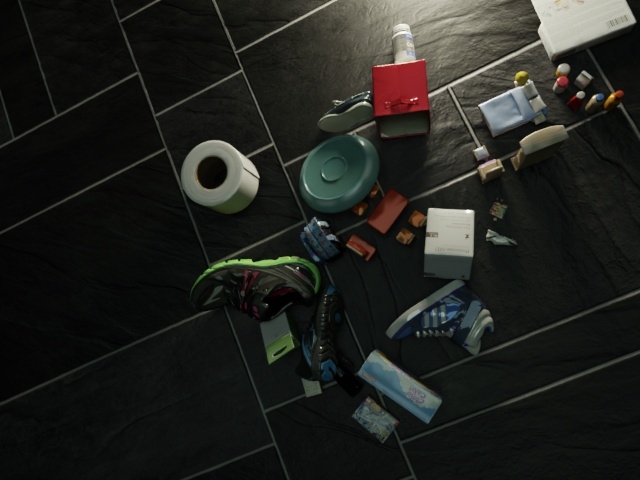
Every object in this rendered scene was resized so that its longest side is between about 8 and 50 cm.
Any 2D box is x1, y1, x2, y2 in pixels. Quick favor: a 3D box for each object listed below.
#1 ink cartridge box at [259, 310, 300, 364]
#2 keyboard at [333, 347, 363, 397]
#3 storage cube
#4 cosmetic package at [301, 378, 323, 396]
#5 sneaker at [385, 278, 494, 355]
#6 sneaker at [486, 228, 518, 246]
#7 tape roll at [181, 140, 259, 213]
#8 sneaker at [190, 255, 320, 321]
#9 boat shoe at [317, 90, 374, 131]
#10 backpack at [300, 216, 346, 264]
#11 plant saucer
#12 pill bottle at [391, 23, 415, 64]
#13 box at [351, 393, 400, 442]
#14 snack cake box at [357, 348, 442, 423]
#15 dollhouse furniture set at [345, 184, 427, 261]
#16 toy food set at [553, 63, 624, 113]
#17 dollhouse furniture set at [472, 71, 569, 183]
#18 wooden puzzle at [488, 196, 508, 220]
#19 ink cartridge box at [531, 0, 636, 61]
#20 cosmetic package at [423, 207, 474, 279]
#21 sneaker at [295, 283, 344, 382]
[{"bbox_3d":[-0.137,0.342,1.744,0.109,0.062,0.209,-34,34,6],"label":"ink cartridge box"},{"bbox_3d":[0.079,0.449,1.765,0.192,0.038,0.100,45,115,14],"label":"keyboard"},{"bbox_3d":[0.284,-0.487,1.752,0.184,0.215,0.192,-4,75,13],"label":"storage cube"},{"bbox_3d":[-0.033,0.487,1.774,0.061,0.041,0.114,-16,79,9],"label":"cosmetic package"},{"bbox_3d":[0.406,0.300,1.654,0.323,0.130,0.236,-35,72,0],"label":"sneaker"},{"bbox_3d":[0.613,0.001,1.702,0.109,0.040,0.043,25,105,18],"label":"sneaker"},{"bbox_3d":[-0.374,-0.233,1.883,0.247,0.169,0.245,-2,82,13],"label":"tape roll"},{"bbox_3d":[-0.241,0.182,1.766,0.484,0.185,0.202,-11,48,12],"label":"sneaker"},{"bbox_3d":[0.090,-0.466,1.817,0.255,0.095,0.078,-17,55,49],"label":"boat shoe"},{"bbox_3d":[0.000,0.000,1.765,0.117,0.173,0.158,-33,78,6],"label":"backpack"},{"bbox_3d":[0.055,-0.249,1.800,0.318,0.044,0.317,-11,65,25],"label":"plant saucer"},{"bbox_3d":[0.303,-0.713,1.844,0.078,0.078,0.137,-8,81,11],"label":"pill bottle"},{"bbox_3d":[0.188,0.606,1.715,0.137,0.027,0.093,38,93,14],"label":"box"},{"bbox_3d":[0.263,0.471,1.652,0.265,0.152,0.089,32,90,14],"label":"snack cake box"},{"bbox_3d":[0.202,-0.057,1.747,0.262,0.135,0.259,35,91,15],"label":"dollhouse furniture set"},{"bbox_3d":[0.877,-0.506,1.673,0.111,0.104,0.232,-44,76,4],"label":"toy food set"},{"bbox_3d":[0.620,-0.396,1.669,0.287,0.198,0.303,-22,78,9],"label":"dollhouse furniture set"},{"bbox_3d":[0.611,-0.106,1.729,0.049,0.006,0.083,27,89,15],"label":"wooden puzzle"},{"bbox_3d":[0.891,-0.781,1.733,0.276,0.060,0.238,-19,78,10],"label":"ink cartridge box"},{"bbox_3d":[0.420,0.013,1.650,0.152,0.151,0.183,3,57,13],"label":"cosmetic package"},{"bbox_3d":[-0.011,0.312,1.736,0.140,0.125,0.340,-10,58,38],"label":"sneaker"}]
